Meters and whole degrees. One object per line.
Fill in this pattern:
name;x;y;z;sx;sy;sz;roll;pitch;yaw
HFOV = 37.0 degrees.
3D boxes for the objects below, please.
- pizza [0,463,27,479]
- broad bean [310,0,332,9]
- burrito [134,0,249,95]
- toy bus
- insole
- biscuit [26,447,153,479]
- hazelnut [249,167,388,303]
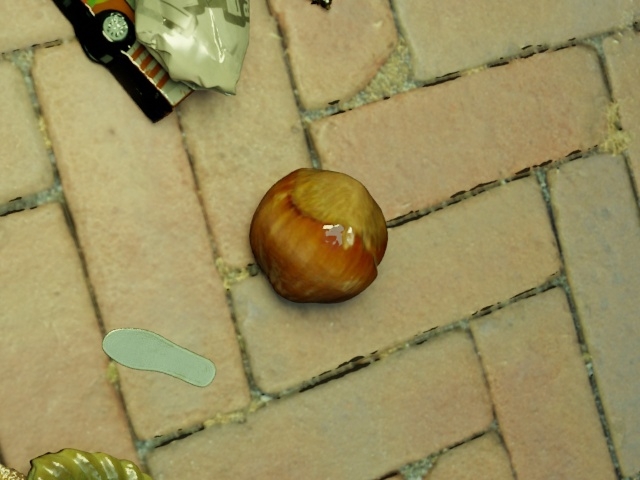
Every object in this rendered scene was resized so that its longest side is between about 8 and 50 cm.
pizza;-0.407;0.304;1.115;0.195;0.052;0.185;9;70;-27
broad bean;-0.106;-0.389;1.235;0.297;0.043;0.060;22;90;-20
burrito;-0.149;-0.392;1.136;0.138;0.101;0.446;5;79;-21
toy bus;-0.297;-0.325;1.139;0.092;0.093;0.409;-45;105;-23
insole;-0.204;0.149;1.216;0.152;0.002;0.053;26;81;-18
biscuit;-0.261;0.379;1.157;0.187;0.036;0.274;-8;98;-34
hazelnut;0.000;0.000;1.207;0.182;0.182;0.182;0;90;-20
